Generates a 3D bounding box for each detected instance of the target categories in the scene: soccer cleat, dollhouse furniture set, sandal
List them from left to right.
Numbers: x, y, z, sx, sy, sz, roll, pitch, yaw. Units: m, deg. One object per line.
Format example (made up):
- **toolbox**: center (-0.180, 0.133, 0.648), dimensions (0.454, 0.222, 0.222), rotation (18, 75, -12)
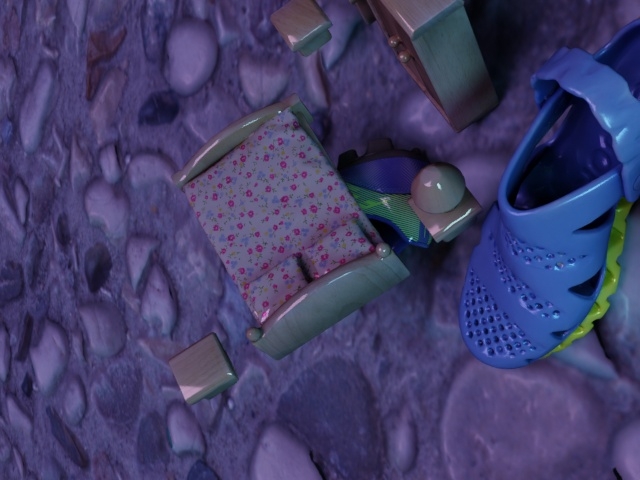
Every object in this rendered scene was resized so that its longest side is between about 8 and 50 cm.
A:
- **dollhouse furniture set**: center (-0.051, -0.095, 0.754), dimensions (0.355, 0.174, 0.303), rotation (-35, 61, 5)
- **soccer cleat**: center (-0.001, 0.000, 0.898), dimensions (0.289, 0.093, 0.121), rotation (-26, 62, 46)
- **sandal**: center (0.173, -0.032, 0.669), dimensions (0.126, 0.138, 0.317), rotation (43, 127, 35)
